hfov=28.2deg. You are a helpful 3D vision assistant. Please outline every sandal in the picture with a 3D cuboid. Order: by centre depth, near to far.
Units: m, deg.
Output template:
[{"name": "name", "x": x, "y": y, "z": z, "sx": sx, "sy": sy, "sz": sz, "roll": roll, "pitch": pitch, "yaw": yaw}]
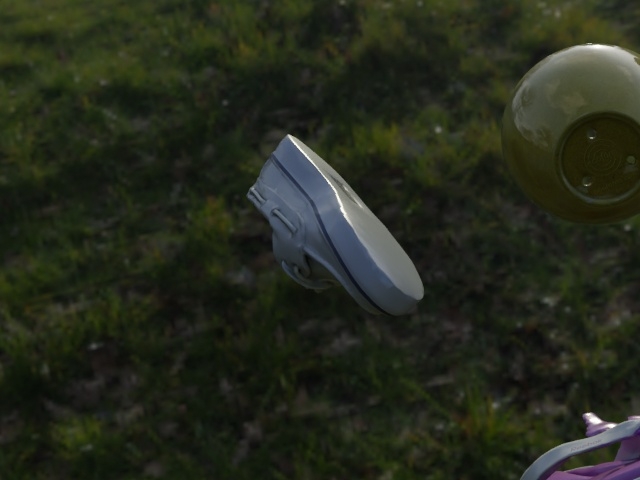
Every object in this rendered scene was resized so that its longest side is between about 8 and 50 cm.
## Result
[{"name": "sandal", "x": 0.281, "y": 0.238, "z": 1.345, "sx": 0.169, "sy": 0.102, "sz": 0.416, "roll": -20, "pitch": -11, "yaw": -28}]

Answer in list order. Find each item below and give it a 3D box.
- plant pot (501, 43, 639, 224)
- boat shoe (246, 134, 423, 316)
[{"name": "plant pot", "x": 0.197, "y": -0.067, "z": 0.901, "sx": 0.134, "sy": 0.134, "sz": 0.095, "roll": -9, "pitch": 14, "yaw": 9}, {"name": "boat shoe", "x": 0.000, "y": 0.000, "z": 1.106, "sx": 0.088, "sy": 0.096, "sz": 0.267, "roll": -48, "pitch": 39, "yaw": 10}]
